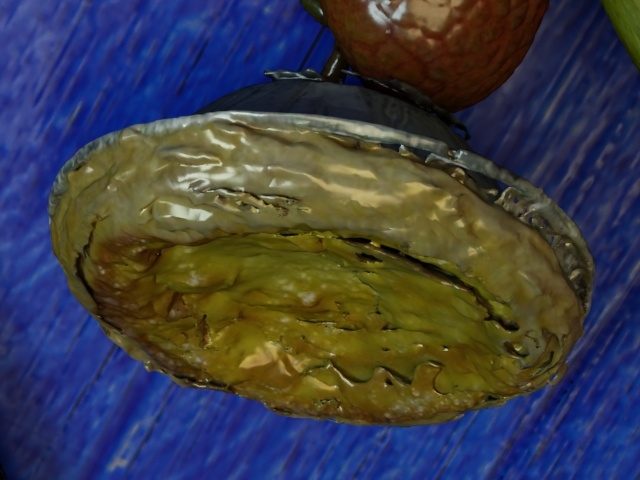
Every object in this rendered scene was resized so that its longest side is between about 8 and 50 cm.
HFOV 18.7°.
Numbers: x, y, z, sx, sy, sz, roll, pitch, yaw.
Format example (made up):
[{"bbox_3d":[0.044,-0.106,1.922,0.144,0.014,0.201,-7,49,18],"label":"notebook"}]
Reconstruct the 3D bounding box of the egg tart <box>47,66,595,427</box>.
[{"bbox_3d":[0.000,0.000,0.815,0.234,0.234,0.094,18,61,-13],"label":"egg tart"}]

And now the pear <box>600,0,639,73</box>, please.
[{"bbox_3d":[0.214,-0.160,0.747,0.269,0.269,0.321,-20,122,-1],"label":"pear"}]

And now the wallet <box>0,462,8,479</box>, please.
[{"bbox_3d":[-0.282,0.065,0.843,0.237,0.075,0.342,-22,107,-7],"label":"wallet"}]

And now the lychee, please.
[{"bbox_3d":[0.039,-0.097,0.819,0.140,0.101,0.114,-39,107,6],"label":"lychee"}]
